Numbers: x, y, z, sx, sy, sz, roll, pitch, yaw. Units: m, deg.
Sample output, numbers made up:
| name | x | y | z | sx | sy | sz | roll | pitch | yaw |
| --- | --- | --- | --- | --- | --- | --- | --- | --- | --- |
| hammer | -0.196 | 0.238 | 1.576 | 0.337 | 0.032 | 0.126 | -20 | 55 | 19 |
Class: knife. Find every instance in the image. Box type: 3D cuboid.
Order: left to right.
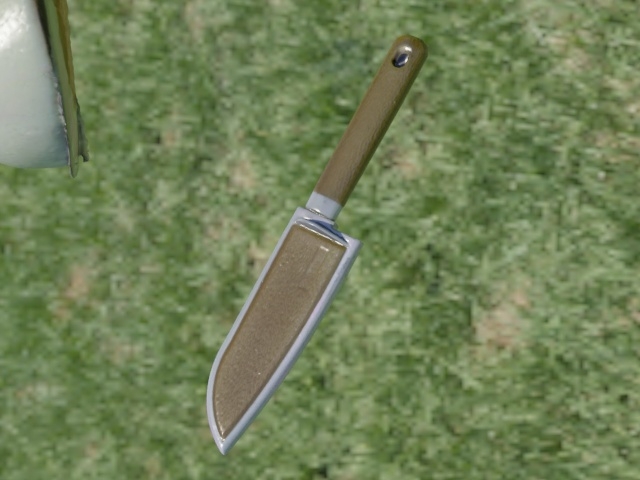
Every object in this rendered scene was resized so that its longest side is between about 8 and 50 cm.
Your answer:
| name | x | y | z | sx | sy | sz | roll | pitch | yaw |
| --- | --- | --- | --- | --- | --- | --- | --- | --- | --- |
| knife | 0.000 | 0.000 | 0.848 | 0.046 | 0.022 | 0.256 | 26 | 83 | 23 |

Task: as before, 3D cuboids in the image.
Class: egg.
| name | x | y | z | sx | sy | sz | roll | pitch | yaw |
| --- | --- | --- | --- | --- | --- | --- | --- | --- | --- |
| egg | -0.351 | -0.201 | 1.668 | 0.286 | 0.174 | 0.264 | 97 | 164 | -58 |
